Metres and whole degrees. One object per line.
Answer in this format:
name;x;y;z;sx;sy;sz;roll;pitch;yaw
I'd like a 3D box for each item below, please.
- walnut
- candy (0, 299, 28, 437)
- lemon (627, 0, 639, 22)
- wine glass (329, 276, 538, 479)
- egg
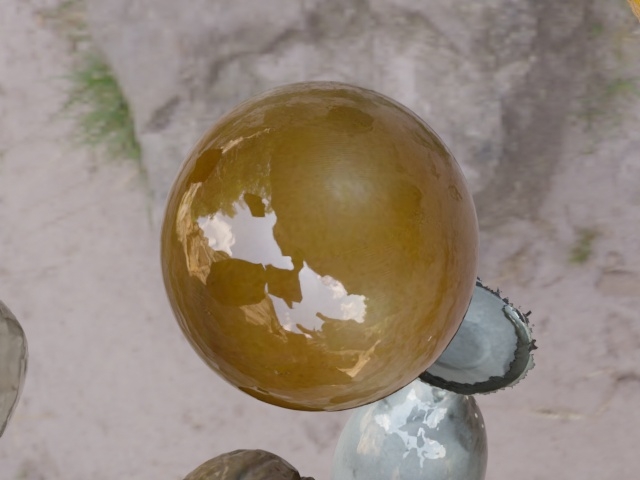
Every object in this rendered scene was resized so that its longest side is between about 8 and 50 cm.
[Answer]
walnut;-0.098;0.329;1.728;0.178;0.178;0.230;38;86;29
candy;-0.426;0.105;1.155;0.427;0.386;0.186;-15;85;46
lemon;0.306;-0.206;1.247;0.142;0.187;0.142;-1;85;17
wine glass;0.122;0.215;1.889;0.190;0.190;0.357;42;138;27
egg;0.000;0.000;1.432;0.283;0.351;0.282;2;113;5
